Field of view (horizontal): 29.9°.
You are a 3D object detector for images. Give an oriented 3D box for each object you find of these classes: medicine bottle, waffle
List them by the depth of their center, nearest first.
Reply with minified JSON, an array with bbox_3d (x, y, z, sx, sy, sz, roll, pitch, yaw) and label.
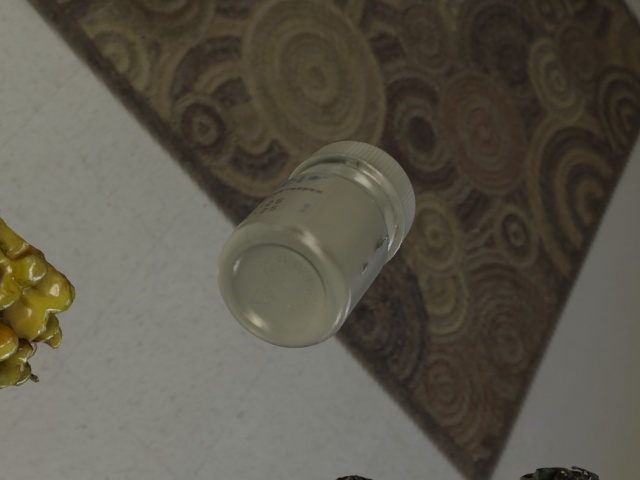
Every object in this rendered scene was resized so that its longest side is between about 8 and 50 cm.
[{"bbox_3d":[-0.194,-0.014,0.529,0.193,0.197,0.070,38,77,8],"label":"waffle"},{"bbox_3d":[0.000,0.000,0.898,0.105,0.105,0.168,58,32,-11],"label":"medicine bottle"}]

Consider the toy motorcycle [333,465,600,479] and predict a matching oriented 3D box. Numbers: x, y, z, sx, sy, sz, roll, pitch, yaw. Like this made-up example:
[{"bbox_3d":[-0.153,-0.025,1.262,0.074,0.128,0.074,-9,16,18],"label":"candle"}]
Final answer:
[{"bbox_3d":[0.055,0.286,0.943,0.134,0.401,0.207,20,67,-45],"label":"toy motorcycle"}]
